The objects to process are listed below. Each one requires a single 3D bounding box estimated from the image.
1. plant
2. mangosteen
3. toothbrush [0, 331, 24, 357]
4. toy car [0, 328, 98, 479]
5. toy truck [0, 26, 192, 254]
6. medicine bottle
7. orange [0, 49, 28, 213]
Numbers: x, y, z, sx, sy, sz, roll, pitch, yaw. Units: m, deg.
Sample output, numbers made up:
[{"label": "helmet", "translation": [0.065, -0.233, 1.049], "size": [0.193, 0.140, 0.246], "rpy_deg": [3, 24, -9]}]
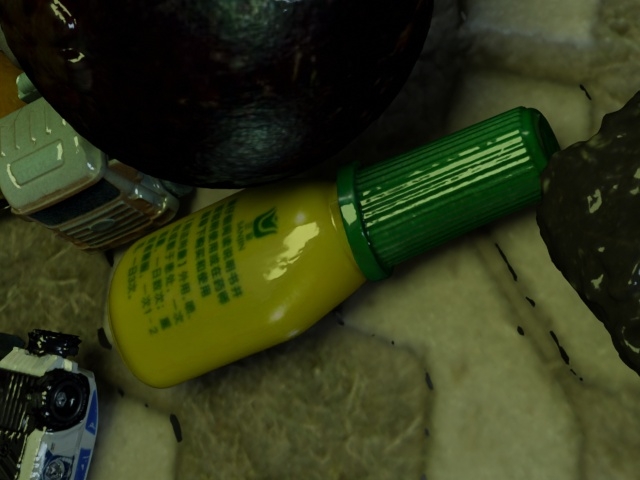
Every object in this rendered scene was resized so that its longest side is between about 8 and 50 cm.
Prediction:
[{"label": "plant", "translation": [0.198, 0.024, 0.533], "size": [0.131, 0.142, 0.203], "rpy_deg": [-43, 46, 3]}, {"label": "mangosteen", "translation": [-0.053, -0.172, 0.673], "size": [0.288, 0.288, 0.288], "rpy_deg": [-12, 67, 30]}, {"label": "toothbrush", "translation": [-0.293, 0.265, 0.831], "size": [0.042, 0.040, 0.418], "rpy_deg": [8, 78, 34]}, {"label": "toy car", "translation": [-0.200, 0.146, 0.791], "size": [0.080, 0.070, 0.171], "rpy_deg": [5, 79, 35]}, {"label": "toy truck", "translation": [-0.181, -0.130, 0.831], "size": [0.108, 0.140, 0.257], "rpy_deg": [-21, 63, 26]}, {"label": "medicine bottle", "translation": [0.000, 0.000, 0.703], "size": [0.309, 0.076, 0.111], "rpy_deg": [-23, 58, 26]}, {"label": "orange", "translation": [-0.290, -0.097, 0.919], "size": [0.170, 0.112, 0.160], "rpy_deg": [-23, 61, 13]}]
